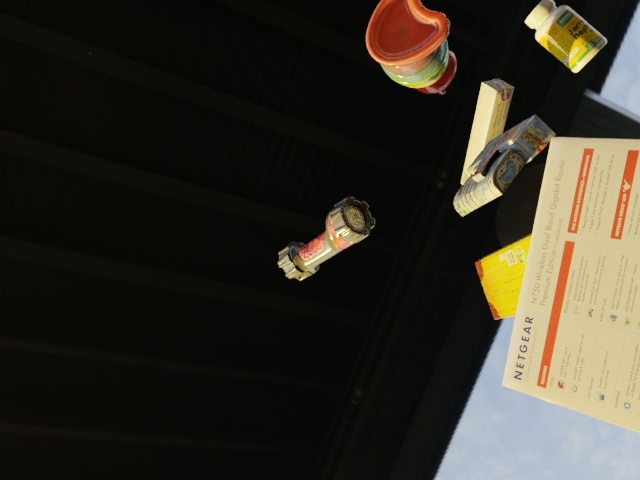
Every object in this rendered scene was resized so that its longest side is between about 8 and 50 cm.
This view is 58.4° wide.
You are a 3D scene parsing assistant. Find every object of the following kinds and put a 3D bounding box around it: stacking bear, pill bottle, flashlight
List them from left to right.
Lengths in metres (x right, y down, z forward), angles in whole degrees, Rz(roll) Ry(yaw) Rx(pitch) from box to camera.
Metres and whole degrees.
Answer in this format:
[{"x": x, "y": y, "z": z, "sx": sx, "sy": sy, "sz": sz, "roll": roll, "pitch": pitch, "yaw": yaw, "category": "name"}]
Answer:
[{"x": 0.000, "y": 0.000, "z": 1.391, "sx": 0.103, "sy": 0.304, "sz": 0.103, "roll": 15, "pitch": -120, "yaw": -33, "category": "flashlight"}, {"x": 0.231, "y": -0.428, "z": 1.326, "sx": 0.164, "sy": 0.175, "sz": 0.289, "roll": -42, "pitch": -23, "yaw": 17, "category": "stacking bear"}, {"x": 0.683, "y": -0.582, "z": 1.609, "sx": 0.117, "sy": 0.117, "sz": 0.208, "roll": -45, "pitch": -96, "yaw": -3, "category": "pill bottle"}]

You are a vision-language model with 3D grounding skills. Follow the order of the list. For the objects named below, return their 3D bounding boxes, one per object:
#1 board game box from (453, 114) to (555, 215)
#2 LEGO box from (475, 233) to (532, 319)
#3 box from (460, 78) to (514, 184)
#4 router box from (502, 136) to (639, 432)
[{"x": 0.360, "y": -0.157, "z": 1.135, "sx": 0.060, "sy": 0.194, "sz": 0.194, "roll": 42, "pitch": -113, "yaw": -2, "category": "board game box"}, {"x": 0.690, "y": 0.057, "z": 1.526, "sx": 0.373, "sy": 0.500, "sz": 0.193, "roll": -15, "pitch": -100, "yaw": -6, "category": "LEGO box"}, {"x": 0.463, "y": -0.285, "z": 1.606, "sx": 0.063, "sy": 0.067, "sz": 0.323, "roll": -17, "pitch": -49, "yaw": -22, "category": "box"}, {"x": 0.399, "y": 0.053, "z": 0.668, "sx": 0.082, "sy": 0.301, "sz": 0.335, "roll": 10, "pitch": -88, "yaw": -47, "category": "router box"}]
